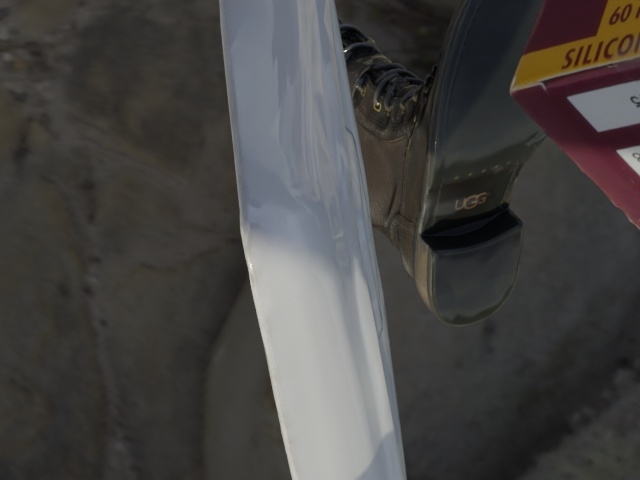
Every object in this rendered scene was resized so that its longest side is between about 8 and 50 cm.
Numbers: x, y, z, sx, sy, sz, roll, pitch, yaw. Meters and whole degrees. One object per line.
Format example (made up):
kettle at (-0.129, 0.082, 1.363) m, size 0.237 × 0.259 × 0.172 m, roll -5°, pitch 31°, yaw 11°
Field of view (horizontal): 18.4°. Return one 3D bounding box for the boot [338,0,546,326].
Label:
boot at (0.049, -0.092, 1.279) m, size 0.091 × 0.229 × 0.263 m, roll -8°, pitch 125°, yaw -27°

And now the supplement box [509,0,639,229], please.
supplement box at (0.133, -0.094, 0.484) m, size 0.081 × 0.104 × 0.188 m, roll 41°, pitch 57°, yaw -31°

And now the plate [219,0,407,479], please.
plate at (0.000, 0.000, 0.862) m, size 0.045 × 0.278 × 0.277 m, roll -8°, pitch 134°, yaw 2°
